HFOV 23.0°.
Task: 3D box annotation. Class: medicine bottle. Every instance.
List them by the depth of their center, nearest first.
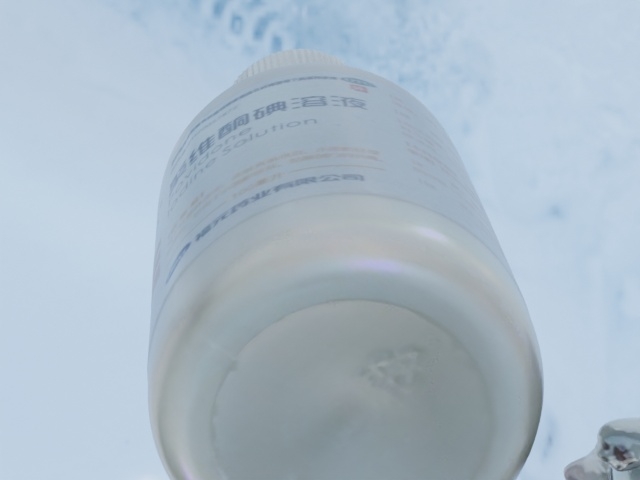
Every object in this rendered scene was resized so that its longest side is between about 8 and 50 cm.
[{"bbox_3d":[0.000,0.000,0.542,0.114,0.252,0.114,-1,114,-3],"label":"medicine bottle"}]

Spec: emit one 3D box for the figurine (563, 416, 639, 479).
[{"bbox_3d":[0.123,0.087,0.507,0.081,0.098,0.146,28,142,-8],"label":"figurine"}]
